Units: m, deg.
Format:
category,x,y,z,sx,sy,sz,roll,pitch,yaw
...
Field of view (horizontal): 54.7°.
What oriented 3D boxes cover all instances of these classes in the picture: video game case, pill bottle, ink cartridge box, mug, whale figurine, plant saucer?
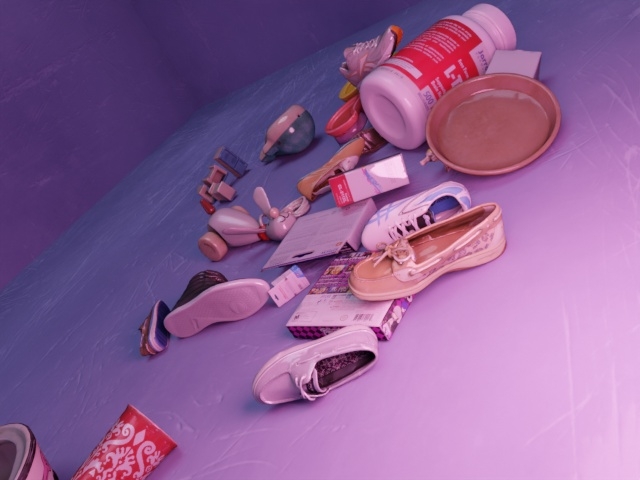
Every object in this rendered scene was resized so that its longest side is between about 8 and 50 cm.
category,x,y,z,sx,sy,sz,roll,pitch,yaw
video game case,0.074,0.097,1.152,0.232,0.042,0.210,-8,34,43
pill bottle,0.319,-0.444,1.641,0.407,0.229,0.229,-40,25,-15
ink cartridge box,0.115,-0.142,1.442,0.174,0.073,0.127,-18,7,9
ink cartridge box,0.000,0.000,1.412,0.223,0.045,0.224,-14,27,35
mug,-0.341,0.392,1.067,0.113,0.150,0.169,29,63,22
whale figurine,-0.116,-0.349,2.157,0.216,0.141,0.272,-52,6,-36
ink cartridge box,-0.071,0.097,1.321,0.083,0.048,0.028,-36,24,-9
plant saucer,0.363,-0.243,1.312,0.277,0.041,0.278,-10,56,15

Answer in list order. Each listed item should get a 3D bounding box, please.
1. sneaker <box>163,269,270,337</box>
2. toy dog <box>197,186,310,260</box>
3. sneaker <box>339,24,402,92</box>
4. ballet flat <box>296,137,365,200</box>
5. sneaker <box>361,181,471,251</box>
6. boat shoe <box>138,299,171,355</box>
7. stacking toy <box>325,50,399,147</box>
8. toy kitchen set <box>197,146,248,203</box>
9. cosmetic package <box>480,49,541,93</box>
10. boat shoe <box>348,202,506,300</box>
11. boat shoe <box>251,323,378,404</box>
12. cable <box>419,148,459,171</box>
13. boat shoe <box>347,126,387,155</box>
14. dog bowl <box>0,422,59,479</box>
category,x,y,z,sx,sy,sz,roll,pitch,yaw
sneaker,-0.225,0.112,1.410,0.295,0.105,0.147,-24,30,30
toy dog,-0.210,-0.063,1.653,0.333,0.161,0.220,-20,29,27
sneaker,0.128,-0.513,1.716,0.099,0.121,0.262,-61,7,-30
ballet flat,0.043,-0.190,1.710,0.232,0.080,0.073,-37,65,2
sneaker,0.184,-0.042,1.226,0.237,0.085,0.086,-27,20,16
boat shoe,-0.407,0.210,1.500,0.066,0.066,0.183,-31,24,9
stacking toy,0.168,-0.414,1.889,0.279,0.130,0.309,-23,35,44
toy kitchen set,-0.316,-0.221,2.184,0.166,0.122,0.207,-1,59,49
cosmetic package,0.452,-0.371,1.478,0.117,0.086,0.231,11,41,22
boat shoe,0.175,0.014,1.050,0.285,0.089,0.105,-22,39,-6
boat shoe,-0.010,0.211,0.995,0.227,0.079,0.081,-27,20,5
cable,0.352,-0.249,1.426,0.139,0.072,0.287,3,42,45
boat shoe,0.158,-0.298,1.784,0.189,0.068,0.072,-27,9,-3
dog bowl,-0.626,0.528,1.071,0.407,0.150,0.408,-27,24,13
